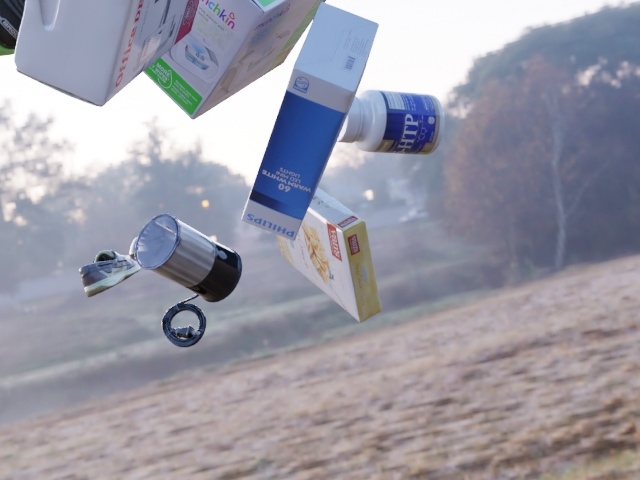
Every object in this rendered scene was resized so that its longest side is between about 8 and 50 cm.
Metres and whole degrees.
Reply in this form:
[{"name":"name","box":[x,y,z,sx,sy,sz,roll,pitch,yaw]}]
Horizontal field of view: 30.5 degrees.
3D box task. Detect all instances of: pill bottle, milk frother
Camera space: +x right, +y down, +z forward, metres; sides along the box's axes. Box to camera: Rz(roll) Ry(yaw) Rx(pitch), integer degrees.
[{"name":"pill bottle","box":[0.114,-0.210,2.076,0.186,0.112,0.112,1,-7,-25]},{"name":"milk frother","box":[-0.199,0.058,1.631,0.129,0.143,0.134,-21,-34,32]}]

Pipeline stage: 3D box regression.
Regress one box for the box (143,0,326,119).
[{"name":"box","box":[-0.110,-0.335,1.716,0.231,0.127,0.262,-49,-4,40]}]

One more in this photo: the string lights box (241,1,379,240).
[{"name":"string lights box","box":[-0.014,-0.136,1.399,0.076,0.133,0.260,21,-43,-2]}]

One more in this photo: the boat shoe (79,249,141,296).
[{"name":"boat shoe","box":[-0.438,0.054,2.452,0.080,0.073,0.223,-20,9,17]}]

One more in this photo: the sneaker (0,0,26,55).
[{"name":"sneaker","box":[-0.568,-0.582,2.136,0.202,0.483,0.185,-6,21,-19]}]

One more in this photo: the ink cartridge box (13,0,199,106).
[{"name":"ink cartridge box","box":[-0.227,-0.307,1.378,0.117,0.207,0.283,24,32,3]}]

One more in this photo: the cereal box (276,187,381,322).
[{"name":"cereal box","box":[0.000,0.000,1.804,0.047,0.173,0.240,-27,36,-20]}]
